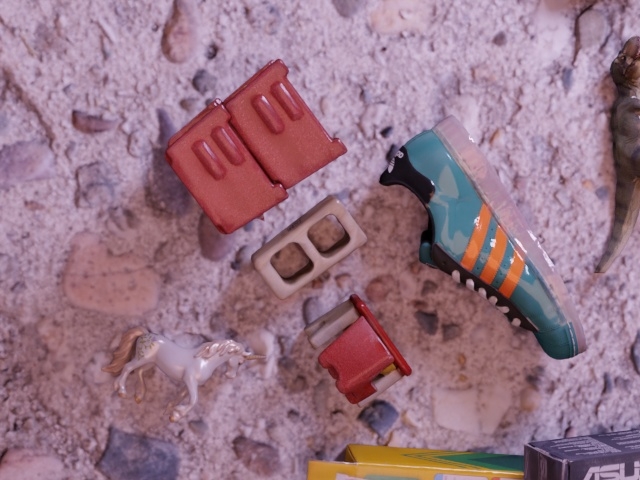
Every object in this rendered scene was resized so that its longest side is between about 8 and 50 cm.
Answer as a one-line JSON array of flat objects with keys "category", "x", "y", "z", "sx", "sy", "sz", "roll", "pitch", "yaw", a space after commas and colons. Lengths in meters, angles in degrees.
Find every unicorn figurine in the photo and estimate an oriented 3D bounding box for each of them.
[{"category": "unicorn figurine", "x": -0.154, "y": 0.143, "z": 1.731, "sx": 0.162, "sy": 0.060, "sz": 0.111, "roll": 26, "pitch": 85, "yaw": -3}]

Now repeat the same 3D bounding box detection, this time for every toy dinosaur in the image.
[{"category": "toy dinosaur", "x": 0.376, "y": -0.093, "z": 1.752, "sx": 0.118, "sy": 0.064, "sz": 0.268, "roll": 4, "pitch": 99, "yaw": 8}]

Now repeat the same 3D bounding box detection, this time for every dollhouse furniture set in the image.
[{"category": "dollhouse furniture set", "x": 0.000, "y": 0.000, "z": 1.656, "sx": 0.152, "sy": 0.201, "sz": 0.374, "roll": -36, "pitch": 100, "yaw": 0}]

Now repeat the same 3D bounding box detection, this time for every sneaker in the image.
[{"category": "sneaker", "x": 0.177, "y": 0.017, "z": 1.730, "sx": 0.121, "sy": 0.108, "sz": 0.302, "roll": -33, "pitch": 92, "yaw": 1}]

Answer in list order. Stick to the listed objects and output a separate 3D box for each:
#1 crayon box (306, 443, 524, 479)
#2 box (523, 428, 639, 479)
[{"category": "crayon box", "x": 0.131, "y": 0.345, "z": 1.782, "sx": 0.322, "sy": 0.083, "sz": 0.203, "roll": 5, "pitch": 98, "yaw": -7}, {"category": "box", "x": 0.417, "y": 0.367, "z": 1.762, "sx": 0.394, "sy": 0.097, "sz": 0.318, "roll": -3, "pitch": 97, "yaw": -22}]
